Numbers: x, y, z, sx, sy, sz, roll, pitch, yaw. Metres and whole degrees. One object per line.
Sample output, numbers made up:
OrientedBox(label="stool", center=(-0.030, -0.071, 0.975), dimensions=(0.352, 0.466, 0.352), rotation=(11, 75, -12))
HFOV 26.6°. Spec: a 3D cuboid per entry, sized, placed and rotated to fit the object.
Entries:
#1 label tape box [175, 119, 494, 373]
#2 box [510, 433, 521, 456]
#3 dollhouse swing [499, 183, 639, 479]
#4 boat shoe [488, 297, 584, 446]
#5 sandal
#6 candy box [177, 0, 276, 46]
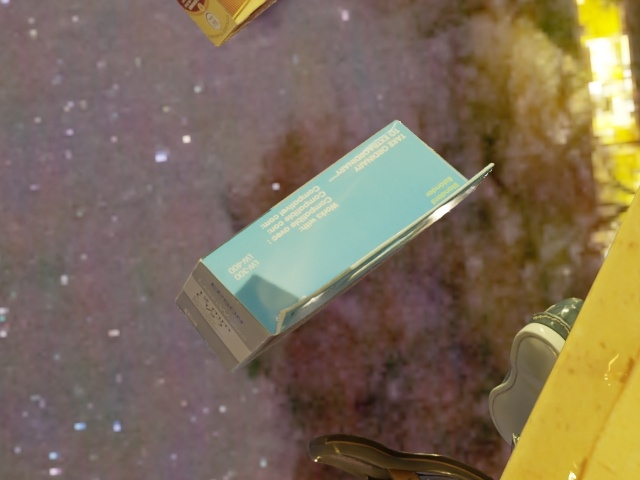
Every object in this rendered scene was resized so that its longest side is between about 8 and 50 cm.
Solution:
OrientedBox(label="label tape box", center=(0.000, 0.000, 1.348), dimensions=(0.115, 0.249, 0.347), rotation=(52, 163, 5))
OrientedBox(label="box", center=(0.205, 0.327, 1.312), dimensions=(0.159, 0.044, 0.233), rotation=(-88, 1, -71))
OrientedBox(label="dollhouse swing", center=(0.267, 0.034, 0.487), dimensions=(0.346, 0.305, 0.315), rotation=(-66, -19, 4))
OrientedBox(label="boat shoe", center=(0.244, 0.151, 1.485), dimensions=(0.079, 0.095, 0.254), rotation=(-40, -30, -27))
OrientedBox(label="sandal", center=(0.088, 0.261, 1.460), dimensions=(0.090, 0.219, 0.060), rotation=(-41, 34, 56))
OrientedBox(label="candy box", center=(-0.089, -0.242, 0.948), dimensions=(0.186, 0.109, 0.053), rotation=(49, 155, -5))
